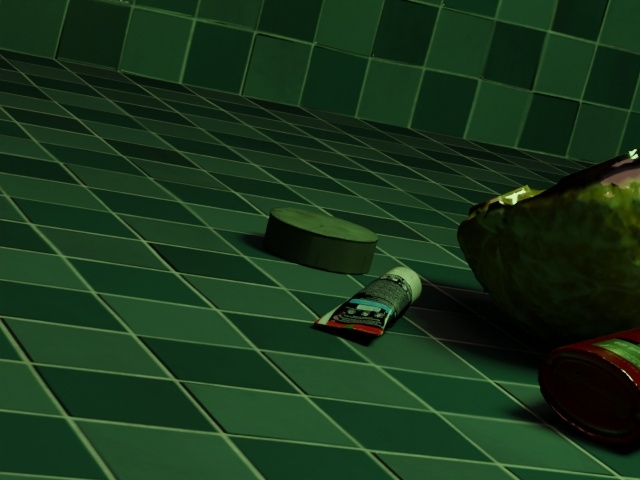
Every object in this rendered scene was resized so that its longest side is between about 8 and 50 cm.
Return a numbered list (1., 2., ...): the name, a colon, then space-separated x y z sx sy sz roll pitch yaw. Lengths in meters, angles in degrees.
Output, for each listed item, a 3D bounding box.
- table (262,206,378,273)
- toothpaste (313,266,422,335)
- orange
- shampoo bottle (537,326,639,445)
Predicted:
1. table: 0.000 0.000 2.148 0.133 0.043 0.133 14 10 -3
2. toothpaste: 0.055 0.069 1.884 0.071 0.045 0.193 9 15 17
3. orange: 0.317 0.013 1.983 0.271 0.210 0.368 -19 -3 -22
4. shampoo bottle: 0.322 0.135 1.777 0.118 0.076 0.314 29 16 26
